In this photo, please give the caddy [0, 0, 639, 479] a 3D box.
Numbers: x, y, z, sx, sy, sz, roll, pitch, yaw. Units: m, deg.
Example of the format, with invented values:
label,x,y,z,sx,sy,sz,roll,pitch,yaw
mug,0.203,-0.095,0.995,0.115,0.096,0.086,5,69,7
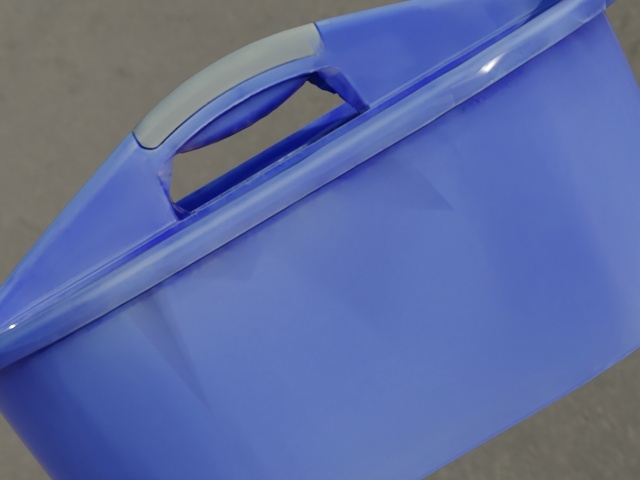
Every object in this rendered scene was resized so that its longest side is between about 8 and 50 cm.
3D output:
label,x,y,z,sx,sy,sz,roll,pitch,yaw
caddy,0.000,0.000,0.772,0.341,0.179,0.241,-31,5,2
